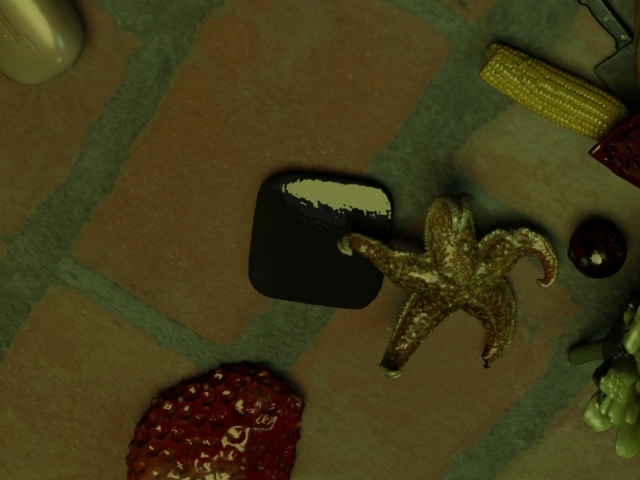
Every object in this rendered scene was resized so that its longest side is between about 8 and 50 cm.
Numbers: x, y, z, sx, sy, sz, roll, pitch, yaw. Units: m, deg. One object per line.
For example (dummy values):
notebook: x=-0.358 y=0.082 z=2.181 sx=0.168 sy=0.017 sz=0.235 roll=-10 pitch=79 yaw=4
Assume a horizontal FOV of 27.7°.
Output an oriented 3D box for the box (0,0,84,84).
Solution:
box: x=-0.404 y=-0.302 z=1.717 sx=0.146 sy=0.088 sz=0.200 roll=-26 pitch=113 yaw=24

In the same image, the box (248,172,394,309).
box: x=0.000 y=0.000 z=1.836 sx=0.201 sy=0.042 sz=0.212 roll=9 pitch=121 yaw=7

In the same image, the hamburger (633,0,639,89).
hamburger: x=0.516 y=-0.237 z=1.508 sx=0.319 sy=0.158 sz=0.318 roll=5 pitch=121 yaw=9

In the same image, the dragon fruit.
dragon fruit: x=0.438 y=-0.097 z=1.622 sx=0.192 sy=0.122 sz=0.092 roll=27 pitch=96 yaw=-45

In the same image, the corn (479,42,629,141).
corn: x=0.297 y=-0.185 z=1.643 sx=0.206 sy=0.067 sz=0.067 roll=27 pitch=123 yaw=-2

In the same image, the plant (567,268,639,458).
plant: x=0.437 y=0.115 z=1.706 sx=0.306 sy=0.297 sz=0.261 roll=-13 pitch=119 yaw=-24

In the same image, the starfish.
starfish: x=0.168 y=0.063 z=1.777 sx=0.312 sy=0.113 sz=0.303 roll=23 pitch=120 yaw=-21

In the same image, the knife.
knife: x=0.386 y=-0.214 z=1.635 sx=0.072 sy=0.019 sz=0.245 roll=-32 pitch=111 yaw=28

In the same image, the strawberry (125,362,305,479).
strawberry: x=-0.164 y=0.342 z=2.017 sx=0.265 sy=0.149 sz=0.336 roll=36 pitch=120 yaw=-8

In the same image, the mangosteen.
mangosteen: x=0.369 y=0.014 z=1.740 sx=0.081 sy=0.081 sz=0.081 roll=6 pitch=122 yaw=9
